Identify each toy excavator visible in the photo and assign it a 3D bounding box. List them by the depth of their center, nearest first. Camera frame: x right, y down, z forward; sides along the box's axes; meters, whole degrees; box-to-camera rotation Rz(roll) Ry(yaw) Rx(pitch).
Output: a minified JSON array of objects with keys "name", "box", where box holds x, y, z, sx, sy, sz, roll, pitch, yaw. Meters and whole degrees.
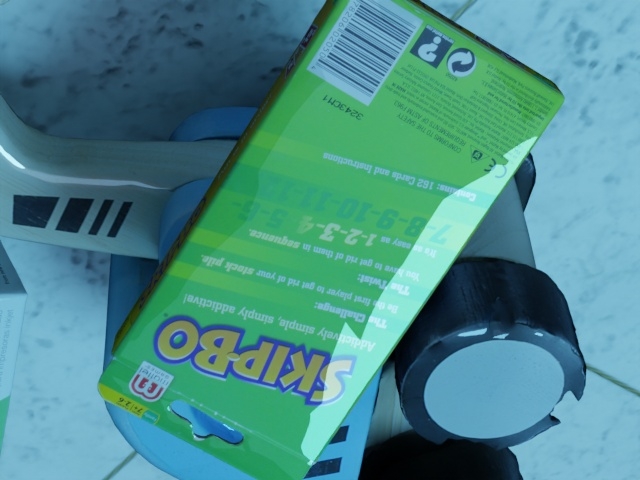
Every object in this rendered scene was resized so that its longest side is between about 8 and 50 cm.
[{"name":"toy excavator","box":[-0.079,0.000,1.021,0.445,0.222,0.433,2,132,-7]}]

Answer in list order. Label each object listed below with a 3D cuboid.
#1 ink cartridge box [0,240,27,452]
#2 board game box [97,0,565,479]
[{"name":"ink cartridge box","box":[-0.298,0.076,1.050,0.212,0.093,0.154,1,120,-27]},{"name":"board game box","box":[0.000,0.000,0.890,0.124,0.039,0.259,30,104,-13]}]
